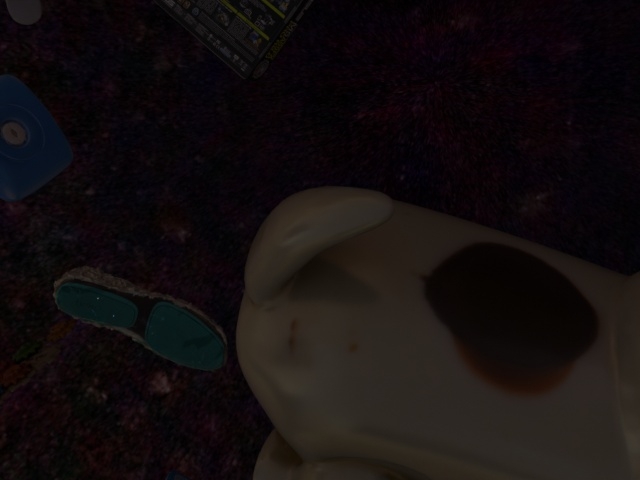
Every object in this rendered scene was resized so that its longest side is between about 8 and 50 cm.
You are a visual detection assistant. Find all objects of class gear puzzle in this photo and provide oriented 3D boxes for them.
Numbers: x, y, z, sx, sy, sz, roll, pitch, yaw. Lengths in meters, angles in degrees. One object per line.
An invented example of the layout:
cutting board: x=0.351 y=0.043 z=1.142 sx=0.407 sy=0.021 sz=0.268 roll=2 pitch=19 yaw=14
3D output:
gear puzzle: x=-0.762 y=0.306 z=1.826 sx=0.175 sy=0.339 sz=0.044 roll=0 pitch=124 yaw=44

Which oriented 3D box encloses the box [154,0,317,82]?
box: x=-0.165 y=-0.471 z=1.365 sx=0.270 sy=0.060 sz=0.216 roll=42 pitch=105 yaw=10

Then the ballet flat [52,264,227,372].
ballet flat: x=-0.381 y=0.154 z=1.579 sx=0.409 sy=0.147 sz=0.147 roll=25 pitch=105 yaw=-4

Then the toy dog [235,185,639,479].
toy dog: x=0.171 y=0.088 z=0.520 sx=0.408 sy=0.284 sz=0.395 roll=3 pitch=132 yaw=19

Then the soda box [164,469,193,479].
soda box: x=-0.093 y=0.338 z=0.771 sx=0.210 sy=0.067 sz=0.071 roll=31 pitch=106 yaw=-10

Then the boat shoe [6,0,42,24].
boat shoe: x=-0.649 y=-0.606 z=1.531 sx=0.096 sy=0.088 sz=0.267 roll=-10 pitch=133 yaw=-12

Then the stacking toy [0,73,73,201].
stacking toy: x=-0.570 y=-0.126 z=1.164 sx=0.302 sy=0.166 sz=0.175 roll=-18 pitch=113 yaw=39
